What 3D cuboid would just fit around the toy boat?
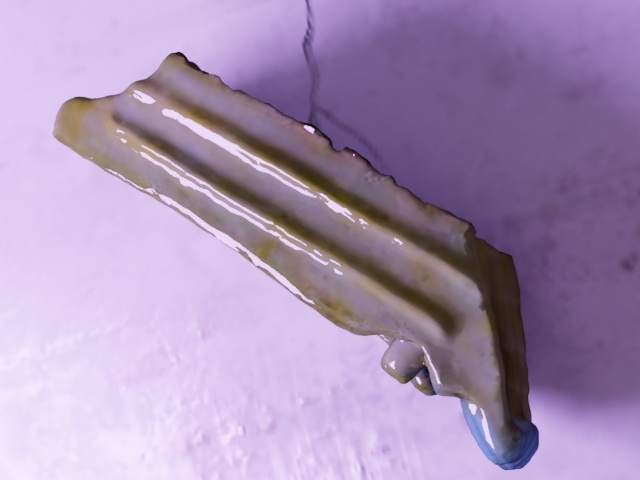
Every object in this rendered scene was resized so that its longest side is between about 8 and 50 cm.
[{"bbox_3d":[0.004,-0.004,0.738,0.276,0.111,0.084,36,95,19],"label":"toy boat"}]
